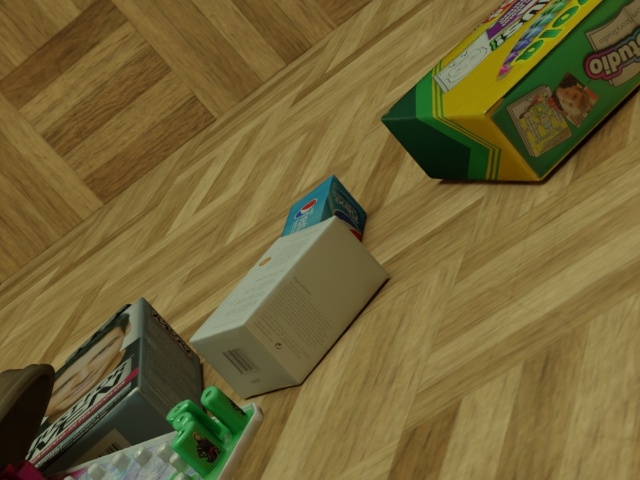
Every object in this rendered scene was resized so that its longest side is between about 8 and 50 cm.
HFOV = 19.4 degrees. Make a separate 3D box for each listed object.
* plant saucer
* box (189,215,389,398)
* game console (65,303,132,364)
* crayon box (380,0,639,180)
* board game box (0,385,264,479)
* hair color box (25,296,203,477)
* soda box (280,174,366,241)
[{"bbox_3d":[-0.337,0.234,1.782,0.277,0.041,0.278,-61,-3,-6],"label":"plant saucer"},{"bbox_3d":[-0.033,0.072,1.984,0.170,0.091,0.130,-49,14,-29],"label":"box"},{"bbox_3d":[-0.263,0.150,2.450,0.122,0.071,0.107,-44,13,-10],"label":"game console"},{"bbox_3d":[0.269,-0.220,2.028,0.363,0.106,0.313,-44,13,-11],"label":"crayon box"},{"bbox_3d":[-0.252,0.307,1.529,0.390,0.050,0.390,-25,28,49],"label":"board game box"},{"bbox_3d":[-0.232,0.204,2.080,0.185,0.113,0.374,-41,12,4],"label":"hair color box"},{"bbox_3d":[0.000,0.000,2.180,0.071,0.067,0.210,-37,14,18],"label":"soda box"}]
